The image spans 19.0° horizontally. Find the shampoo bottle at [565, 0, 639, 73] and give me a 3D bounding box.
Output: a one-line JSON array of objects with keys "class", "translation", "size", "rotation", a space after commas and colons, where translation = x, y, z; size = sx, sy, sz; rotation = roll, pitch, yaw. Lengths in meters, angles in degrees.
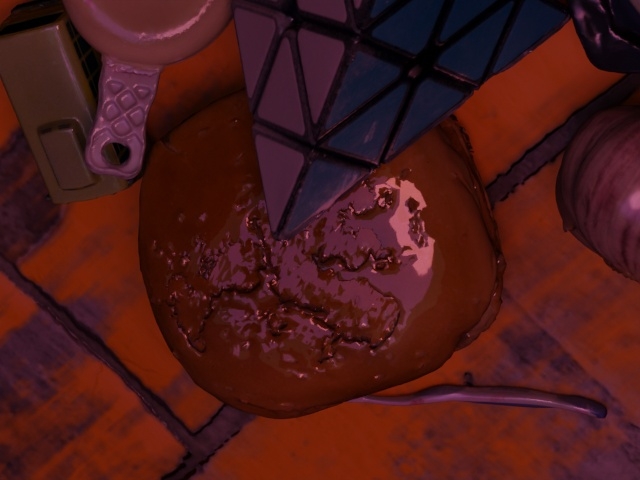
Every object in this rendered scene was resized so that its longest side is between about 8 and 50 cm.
[{"class": "shampoo bottle", "translation": [0.371, -0.213, 1.462], "size": [0.359, 0.078, 0.134], "rotation": [-17, 113, 22]}]

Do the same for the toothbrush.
[{"class": "toothbrush", "translation": [0.126, 0.143, 1.740], "size": [0.269, 0.021, 0.027], "rotation": [3, 122, 13]}]

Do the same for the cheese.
[{"class": "cheese", "translation": [-0.165, -0.187, 1.574], "size": [0.163, 0.071, 0.249], "rotation": [32, 93, -2]}]

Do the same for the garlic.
[{"class": "garlic", "translation": [0.328, -0.057, 1.498], "size": [0.245, 0.245, 0.253], "rotation": [36, 87, -3]}]

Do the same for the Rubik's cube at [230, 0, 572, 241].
[{"class": "Rubik's cube", "translation": [0.038, -0.175, 1.466], "size": [0.233, 0.228, 0.229], "rotation": [-17, 120, 27]}]

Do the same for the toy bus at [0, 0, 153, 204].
[{"class": "toy bus", "translation": [-0.215, -0.119, 1.660], "size": [0.088, 0.101, 0.175], "rotation": [-11, 114, 20]}]

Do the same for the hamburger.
[{"class": "hamburger", "translation": [-0.007, -0.002, 1.628], "size": [0.304, 0.174, 0.284], "rotation": [-20, 97, 16]}]
